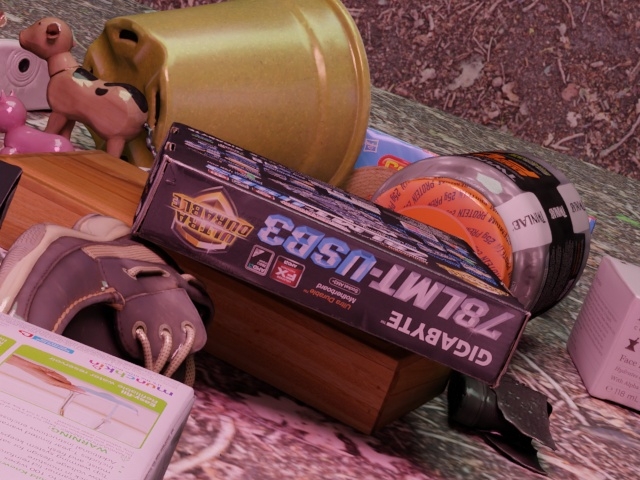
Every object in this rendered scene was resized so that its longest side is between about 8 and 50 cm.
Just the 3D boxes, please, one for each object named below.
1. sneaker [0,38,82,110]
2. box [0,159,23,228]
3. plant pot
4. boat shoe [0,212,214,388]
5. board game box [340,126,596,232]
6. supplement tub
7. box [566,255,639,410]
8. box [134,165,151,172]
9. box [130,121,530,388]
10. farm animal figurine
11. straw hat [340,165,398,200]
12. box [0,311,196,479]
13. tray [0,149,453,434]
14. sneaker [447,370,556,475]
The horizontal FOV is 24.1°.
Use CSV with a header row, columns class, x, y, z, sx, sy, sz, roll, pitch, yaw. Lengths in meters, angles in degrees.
class,x,y,z,sx,sy,sz,roll,pitch,yaw
sneaker,-0.380,-0.210,1.861,0.121,0.079,0.217,25,5,32
box,-0.325,-0.011,1.041,0.184,0.103,0.261,22,13,-9
plant pot,-0.127,-0.167,1.730,0.254,0.276,0.276,-6,27,-39
boat shoe,-0.138,0.061,0.977,0.130,0.132,0.355,21,14,2
board game box,0.189,-0.046,1.934,0.302,0.086,0.308,23,3,5
supplement tub,0.155,0.006,1.535,0.194,0.193,0.316,25,13,17
box,0.377,0.116,1.601,0.181,0.119,0.182,20,13,-3
box,-0.097,-0.025,1.559,0.232,0.058,0.087,9,17,-44
box,0.000,0.000,1.205,0.296,0.073,0.293,22,9,-8
farm animal figurine,-0.362,-0.189,1.556,0.330,0.172,0.327,9,18,-44
straw hat,0.067,-0.018,1.771,0.145,0.144,0.061,22,51,6
box,-0.213,0.104,0.686,0.262,0.126,0.231,21,13,-1
tray,-0.089,0.030,1.318,0.411,0.076,0.203,25,13,18
sneaker,0.160,0.142,1.310,0.089,0.051,0.170,21,17,0
